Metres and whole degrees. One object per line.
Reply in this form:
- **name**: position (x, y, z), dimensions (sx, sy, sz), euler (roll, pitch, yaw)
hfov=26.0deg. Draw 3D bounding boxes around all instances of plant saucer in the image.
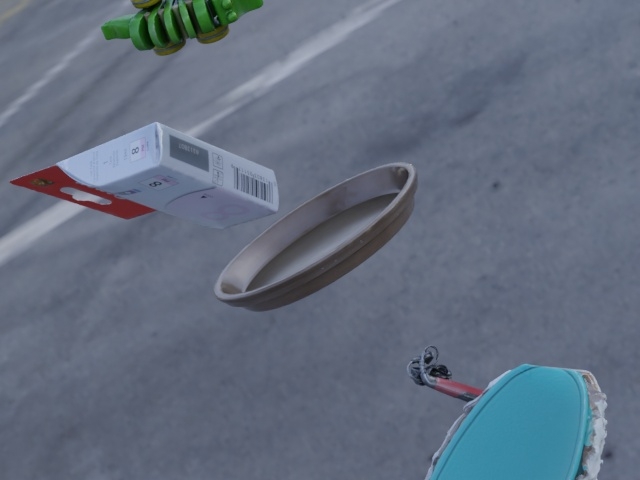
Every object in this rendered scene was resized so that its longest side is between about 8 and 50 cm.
- **plant saucer**: position (0.000, 0.000, 1.617), dimensions (0.278, 0.041, 0.278), euler (-30, 14, 8)

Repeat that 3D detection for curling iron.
- **curling iron**: position (0.235, 0.204, 1.845), dimensions (0.035, 0.274, 0.068), euler (-51, 27, 38)

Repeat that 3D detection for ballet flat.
- **ballet flat**: position (0.136, 0.296, 1.206), dimensions (0.409, 0.147, 0.147), euler (-64, 24, -3)

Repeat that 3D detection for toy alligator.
- **toy alligator**: position (-0.088, -0.184, 1.099), dimensions (0.189, 0.056, 0.051), euler (-14, 33, 10)

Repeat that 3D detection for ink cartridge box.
- **ink cartridge box**: position (-0.192, -0.048, 1.502), dimensions (0.232, 0.189, 0.066), euler (-21, 64, 34)
